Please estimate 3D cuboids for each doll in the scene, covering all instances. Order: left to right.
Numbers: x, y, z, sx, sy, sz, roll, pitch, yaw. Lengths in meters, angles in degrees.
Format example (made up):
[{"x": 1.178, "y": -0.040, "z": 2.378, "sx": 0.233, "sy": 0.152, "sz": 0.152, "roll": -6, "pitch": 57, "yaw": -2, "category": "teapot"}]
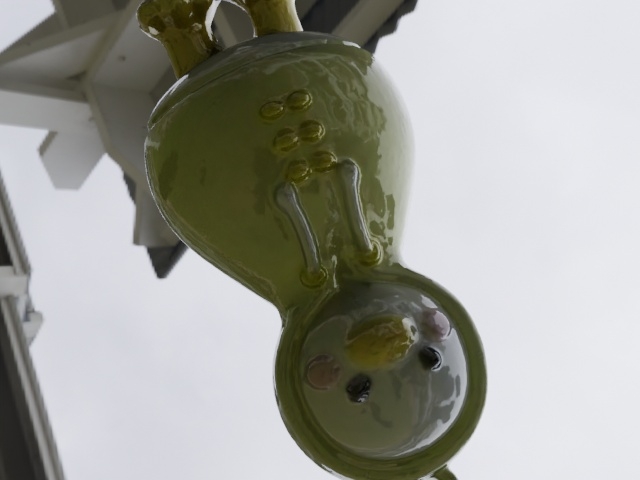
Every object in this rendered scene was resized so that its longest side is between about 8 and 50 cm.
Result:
[{"x": 0.002, "y": -0.004, "z": 0.355, "sx": 0.296, "sy": 0.141, "sz": 0.117, "roll": 64, "pitch": -15, "yaw": 17, "category": "doll"}]
